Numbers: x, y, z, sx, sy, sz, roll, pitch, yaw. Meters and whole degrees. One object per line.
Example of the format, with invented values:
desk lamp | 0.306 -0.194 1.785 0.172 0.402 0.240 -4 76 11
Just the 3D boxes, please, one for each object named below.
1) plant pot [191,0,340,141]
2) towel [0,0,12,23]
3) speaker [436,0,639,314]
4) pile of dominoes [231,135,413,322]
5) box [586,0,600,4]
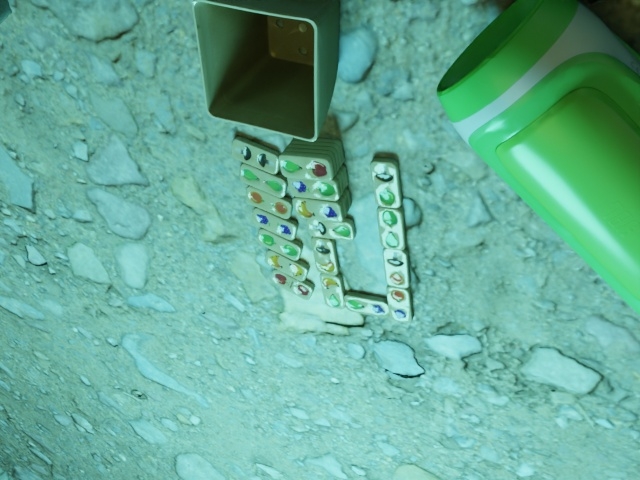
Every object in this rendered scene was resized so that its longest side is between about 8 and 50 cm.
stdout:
plant pot | -0.034 -0.167 0.561 0.109 0.096 0.109 17 135 17
towel | -0.314 -0.290 0.462 0.056 0.312 0.324 -2 129 0
speaker | 0.230 -0.050 0.497 0.296 0.131 0.131 42 136 -11
pile of dominoes | 0.000 0.000 0.736 0.195 0.040 0.251 8 132 23
box | 0.190 -0.276 0.366 0.175 0.051 0.220 -22 116 41
